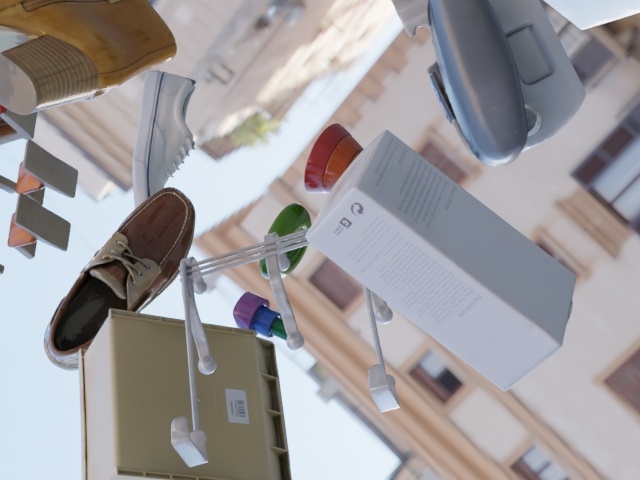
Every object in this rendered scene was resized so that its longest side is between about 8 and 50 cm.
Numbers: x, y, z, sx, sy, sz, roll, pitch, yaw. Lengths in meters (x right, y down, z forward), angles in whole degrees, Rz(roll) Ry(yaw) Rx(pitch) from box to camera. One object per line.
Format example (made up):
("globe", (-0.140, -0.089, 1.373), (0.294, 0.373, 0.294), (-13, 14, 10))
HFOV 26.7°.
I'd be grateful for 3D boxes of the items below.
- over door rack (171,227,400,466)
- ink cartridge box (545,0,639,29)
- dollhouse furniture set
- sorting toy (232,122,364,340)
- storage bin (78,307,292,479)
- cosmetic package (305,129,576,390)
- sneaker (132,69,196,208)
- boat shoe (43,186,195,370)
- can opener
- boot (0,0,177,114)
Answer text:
("over door rack", (-0.041, 0.113, 1.510), (0.324, 0.240, 0.108), (-96, -14, -52))
("ink cartridge box", (0.300, -0.263, 1.213), (0.109, 0.209, 0.062), (24, -118, -47))
("dollhouse furniture set", (-0.454, -0.085, 1.723), (0.135, 0.262, 0.259), (39, -134, -49))
("sorting toy", (0.000, 0.000, 2.077), (0.126, 0.365, 0.127), (23, 168, 20))
("storage bin", (-0.187, 0.248, 1.850), (0.260, 0.123, 0.262), (11, -132, -24))
("cosmetic package", (0.111, 0.017, 1.205), (0.231, 0.085, 0.117), (39, -145, -7))
("sneaker", (-0.250, -0.150, 2.173), (0.091, 0.258, 0.094), (5, 173, 1))
("boat shoe", (-0.296, 0.058, 2.018), (0.123, 0.324, 0.116), (33, 171, 1))
("can opener", (0.060, -0.174, 0.735), (0.093, 0.074, 0.280), (62, -178, -82))
("boot", (-0.300, -0.236, 1.310), (0.295, 0.104, 0.211), (39, -142, 13))
